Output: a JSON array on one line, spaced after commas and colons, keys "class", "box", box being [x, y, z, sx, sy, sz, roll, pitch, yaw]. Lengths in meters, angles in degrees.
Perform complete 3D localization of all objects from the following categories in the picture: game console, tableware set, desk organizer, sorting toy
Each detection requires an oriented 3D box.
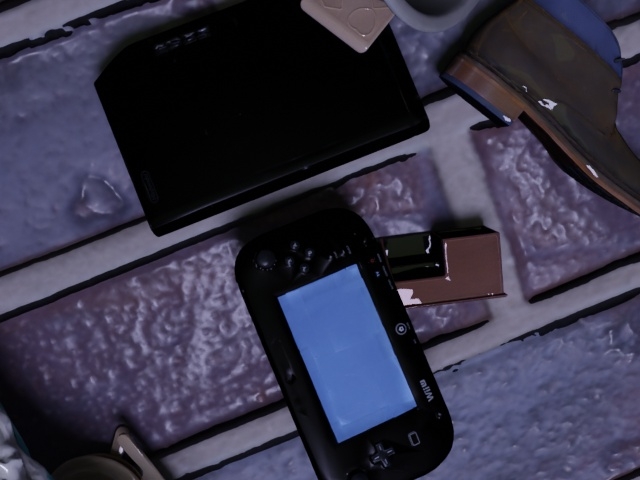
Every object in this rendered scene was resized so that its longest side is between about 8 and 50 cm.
[{"class": "game console", "box": [0.000, 0.000, 0.598, 0.213, 0.044, 0.361, -23, 88, -4]}, {"class": "tableware set", "box": [-0.141, 0.248, 0.674, 0.128, 0.039, 0.194, -35, 96, 12]}, {"class": "desk organizer", "box": [0.072, 0.023, 0.646, 0.130, 0.047, 0.050, -7, 99, -4]}, {"class": "sorting toy", "box": [0.015, -0.177, 0.586, 0.083, 0.012, 0.062, 37, 82, 0]}]

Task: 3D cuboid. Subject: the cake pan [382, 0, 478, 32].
[{"class": "cake pan", "box": [0.060, -0.274, 0.493, 0.054, 0.293, 0.293, 13, 101, 28]}]

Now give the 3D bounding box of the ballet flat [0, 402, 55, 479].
[{"class": "ballet flat", "box": [-0.203, 0.230, 0.536, 0.409, 0.147, 0.147, 44, 94, 11]}]

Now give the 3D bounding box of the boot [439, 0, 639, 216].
[{"class": "boot", "box": [0.206, -0.099, 0.617, 0.219, 0.082, 0.106, 34, 99, -8]}]
